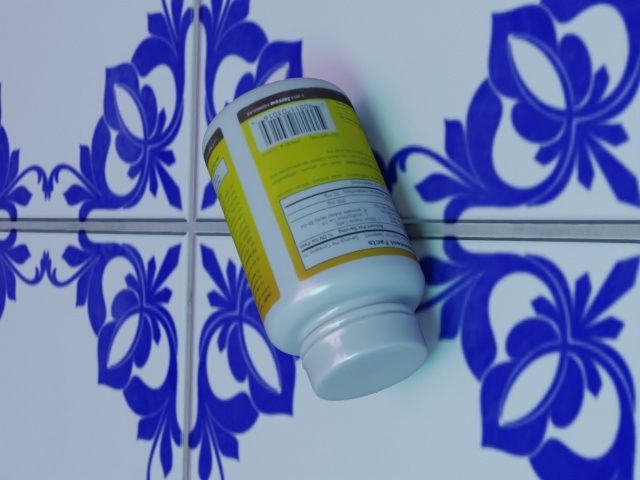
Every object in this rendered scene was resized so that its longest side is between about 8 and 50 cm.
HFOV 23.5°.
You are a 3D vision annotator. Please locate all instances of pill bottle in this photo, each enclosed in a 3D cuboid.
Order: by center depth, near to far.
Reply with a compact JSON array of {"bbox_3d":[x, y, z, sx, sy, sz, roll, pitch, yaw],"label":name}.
[{"bbox_3d":[0.000,0.000,1.086,0.117,0.117,0.215,-45,56,40],"label":"pill bottle"}]
